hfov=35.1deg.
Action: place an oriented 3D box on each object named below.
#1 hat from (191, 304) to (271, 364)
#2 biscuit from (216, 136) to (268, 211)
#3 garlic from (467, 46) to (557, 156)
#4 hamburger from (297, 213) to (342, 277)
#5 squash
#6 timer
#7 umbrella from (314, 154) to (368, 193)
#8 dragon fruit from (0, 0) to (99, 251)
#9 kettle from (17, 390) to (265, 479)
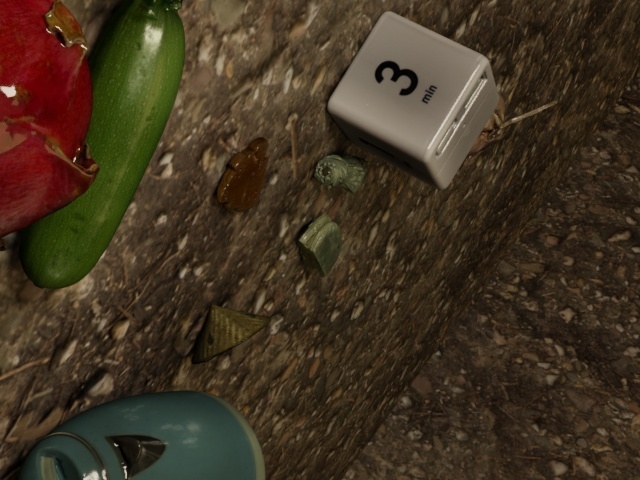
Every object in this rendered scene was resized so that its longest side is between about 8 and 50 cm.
[{"bbox_3d":[-0.158,0.131,1.610,0.146,0.067,0.146,-28,-173,4],"label":"hat"},{"bbox_3d":[-0.111,-0.085,1.466,0.119,0.019,0.130,-52,158,-20],"label":"biscuit"},{"bbox_3d":[0.301,-0.277,1.929,0.207,0.257,0.207,36,46,-48],"label":"garlic"},{"bbox_3d":[0.003,0.001,1.812,0.084,0.054,0.121,-52,151,-16],"label":"hamburger"},{"bbox_3d":[-0.220,-0.113,1.063,0.101,0.101,0.378,-4,121,-66],"label":"squash"},{"bbox_3d":[0.155,-0.224,1.647,0.192,0.195,0.194,-59,159,-3],"label":"timer"},{"bbox_3d":[0.043,-0.116,1.730,0.143,0.062,0.067,4,83,-61],"label":"umbrella"},{"bbox_3d":[-0.283,-0.100,0.740,0.315,0.250,0.250,-1,119,-59],"label":"dragon fruit"},{"bbox_3d":[-0.292,0.351,1.389,0.319,0.247,0.342,-38,158,18],"label":"kettle"}]
